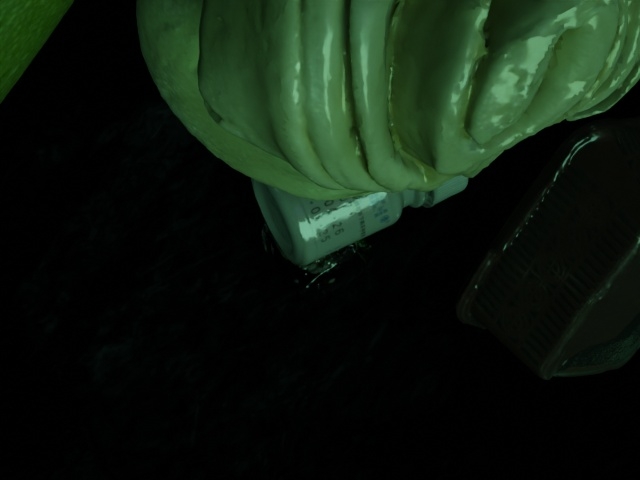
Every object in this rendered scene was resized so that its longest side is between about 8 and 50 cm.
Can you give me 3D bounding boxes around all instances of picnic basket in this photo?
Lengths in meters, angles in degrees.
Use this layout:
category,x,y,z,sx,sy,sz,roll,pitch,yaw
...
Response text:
category,x,y,z,sx,sy,sz,roll,pitch,yaw
picnic basket,0.294,0.022,1.805,0.222,0.129,0.297,-3,137,-40

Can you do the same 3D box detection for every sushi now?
category,x,y,z,sx,sy,sz,roll,pitch,yaw
sushi,0.000,0.000,1.569,0.084,0.083,0.056,-24,144,-12

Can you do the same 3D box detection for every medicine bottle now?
category,x,y,z,sx,sy,sz,roll,pitch,yaw
medicine bottle,0.032,-0.056,1.509,0.168,0.105,0.105,-25,145,-13

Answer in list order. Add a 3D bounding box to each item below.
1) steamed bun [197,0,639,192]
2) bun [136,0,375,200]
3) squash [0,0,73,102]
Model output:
category,x,y,z,sx,sy,sz,roll,pitch,yaw
steamed bun,0.071,-0.163,1.074,0.289,0.203,0.276,1,96,-5
bun,0.055,-0.169,1.301,0.364,0.202,0.364,-21,142,-17
squash,-0.264,-0.178,0.971,0.263,0.263,0.384,14,123,-48
